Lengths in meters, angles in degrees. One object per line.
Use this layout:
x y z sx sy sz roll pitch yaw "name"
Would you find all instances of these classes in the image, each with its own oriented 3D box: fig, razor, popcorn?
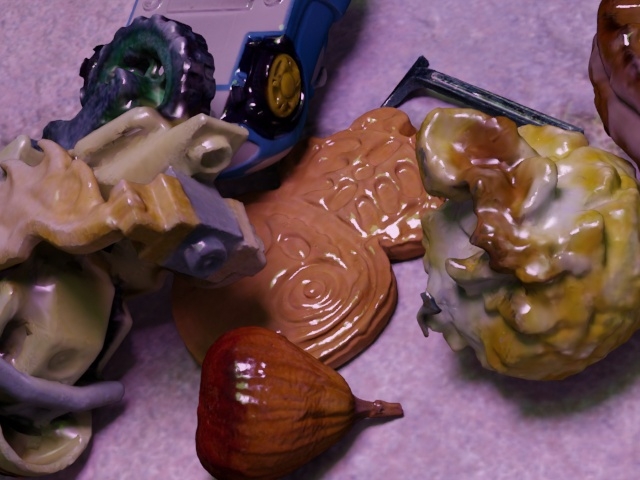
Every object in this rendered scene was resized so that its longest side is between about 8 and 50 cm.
-0.030 0.121 1.276 0.153 0.119 0.119 -6 36 -38 "fig"
0.139 -0.114 1.429 0.190 0.033 0.066 24 65 33 "razor"
0.144 -0.004 1.226 0.198 0.212 0.198 -25 35 19 "popcorn"

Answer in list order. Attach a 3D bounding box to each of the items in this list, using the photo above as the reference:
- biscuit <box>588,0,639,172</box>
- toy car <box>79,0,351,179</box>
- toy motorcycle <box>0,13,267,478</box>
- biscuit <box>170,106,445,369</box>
0.361 -0.121 1.243 0.332 0.103 0.332 3 41 -3 "biscuit"
-0.073 -0.171 1.467 0.198 0.166 0.314 1 62 30 "toy car"
-0.200 0.022 1.317 0.410 0.169 0.237 -49 51 24 "toy motorcycle"
0.000 -0.001 1.389 0.288 0.044 0.202 -45 51 -14 "biscuit"
